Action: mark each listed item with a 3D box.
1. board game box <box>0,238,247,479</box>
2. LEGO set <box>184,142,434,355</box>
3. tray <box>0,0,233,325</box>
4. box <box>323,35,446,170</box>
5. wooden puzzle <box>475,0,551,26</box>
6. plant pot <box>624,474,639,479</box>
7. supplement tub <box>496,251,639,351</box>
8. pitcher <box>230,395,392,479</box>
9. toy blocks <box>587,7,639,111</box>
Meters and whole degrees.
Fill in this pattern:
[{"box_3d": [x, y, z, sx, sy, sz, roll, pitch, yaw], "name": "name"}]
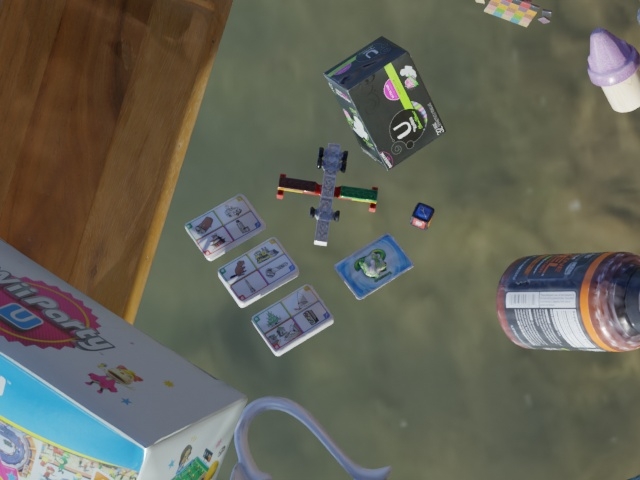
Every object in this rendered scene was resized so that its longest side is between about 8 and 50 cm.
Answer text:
[{"box_3d": [-0.193, 0.165, 0.860, 0.224, 0.097, 0.303, 30, 114, 22], "name": "board game box"}, {"box_3d": [0.000, 0.000, 1.718, 0.182, 0.244, 0.060, 53, 162, 18], "name": "LEGO set"}, {"box_3d": [-0.218, -0.015, 1.148, 0.076, 0.202, 0.411, 19, 93, 50], "name": "tray"}, {"box_3d": [0.053, -0.112, 1.274, 0.083, 0.062, 0.052, 60, 171, -32], "name": "box"}, {"box_3d": [0.203, -0.246, 1.652, 0.049, 0.083, 0.006, 121, 169, -72], "name": "wooden puzzle"}, {"box_3d": [0.236, 0.328, 1.195, 0.341, 0.334, 0.341, -9, 76, 37], "name": "plant pot"}, {"box_3d": [0.286, 0.064, 1.647, 0.198, 0.106, 0.106, -4, 95, 52], "name": "supplement tub"}, {"box_3d": [0.013, 0.234, 1.320, 0.207, 0.125, 0.178, 12, 87, 7], "name": "pitcher"}, {"box_3d": [0.372, -0.289, 1.477, 0.288, 0.309, 0.260, 8, 142, 45], "name": "toy blocks"}]
